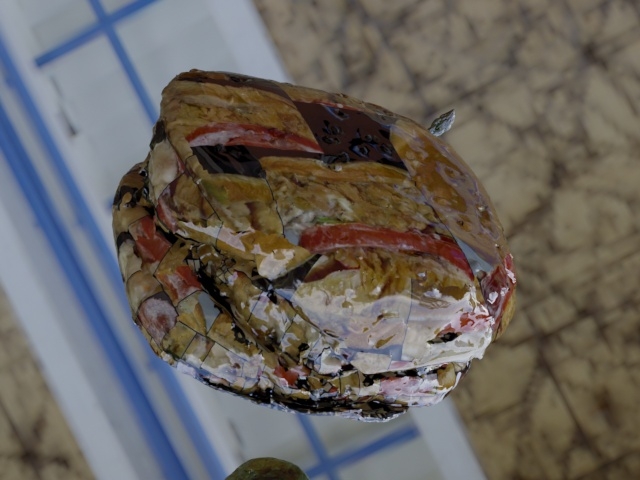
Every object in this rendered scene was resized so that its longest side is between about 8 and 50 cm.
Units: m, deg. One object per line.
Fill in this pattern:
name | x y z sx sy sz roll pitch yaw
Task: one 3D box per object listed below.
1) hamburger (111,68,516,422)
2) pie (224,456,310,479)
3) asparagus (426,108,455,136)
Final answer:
hamburger | 0.000 0.000 1.010 0.231 0.231 0.107 -28 148 -56
pie | -0.048 0.216 1.627 0.085 0.017 0.085 -3 -146 2
asparagus | 0.065 -0.076 1.528 0.114 0.014 0.015 -28 143 26
